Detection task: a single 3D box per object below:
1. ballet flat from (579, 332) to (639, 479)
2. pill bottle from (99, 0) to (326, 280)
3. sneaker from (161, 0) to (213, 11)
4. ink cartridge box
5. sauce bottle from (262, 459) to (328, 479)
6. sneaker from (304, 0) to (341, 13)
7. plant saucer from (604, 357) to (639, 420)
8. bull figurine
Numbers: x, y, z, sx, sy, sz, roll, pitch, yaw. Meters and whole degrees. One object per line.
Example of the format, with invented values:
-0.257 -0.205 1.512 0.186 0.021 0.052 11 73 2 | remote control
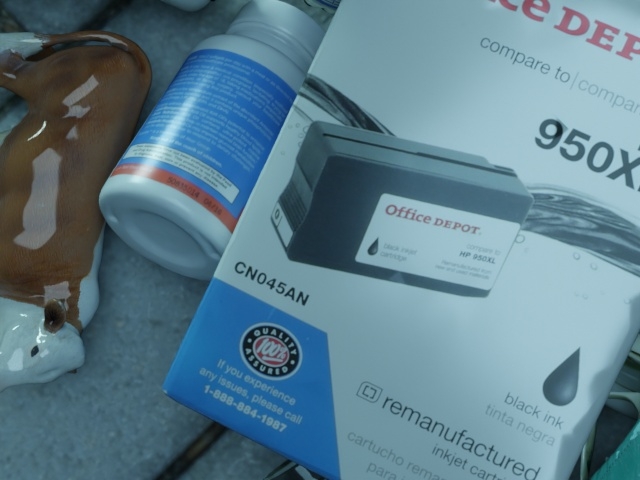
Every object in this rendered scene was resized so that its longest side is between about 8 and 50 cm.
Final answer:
0.259 0.119 0.891 0.087 0.083 0.247 26 79 21 | ballet flat
-0.075 -0.088 0.951 0.124 0.124 0.222 28 64 0 | pill bottle
-0.313 -0.236 0.955 0.447 0.169 0.258 26 88 -4 | sneaker
0.104 -0.010 0.860 0.285 0.166 0.395 25 92 10 | ink cartridge box
0.075 0.319 0.946 0.111 0.111 0.344 -31 86 -5 | sauce bottle
0.015 -0.261 0.921 0.330 0.147 0.130 -7 89 -48 | sneaker
0.326 -0.036 0.996 0.400 0.100 0.401 0 84 -3 | plant saucer
-0.245 -0.033 0.967 0.188 0.101 0.311 16 79 5 | bull figurine
